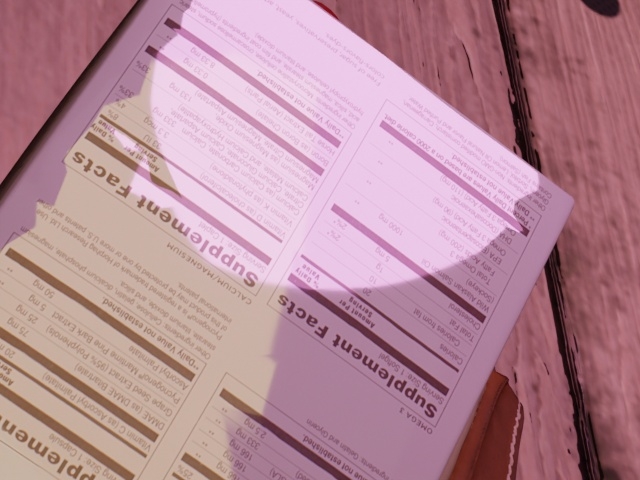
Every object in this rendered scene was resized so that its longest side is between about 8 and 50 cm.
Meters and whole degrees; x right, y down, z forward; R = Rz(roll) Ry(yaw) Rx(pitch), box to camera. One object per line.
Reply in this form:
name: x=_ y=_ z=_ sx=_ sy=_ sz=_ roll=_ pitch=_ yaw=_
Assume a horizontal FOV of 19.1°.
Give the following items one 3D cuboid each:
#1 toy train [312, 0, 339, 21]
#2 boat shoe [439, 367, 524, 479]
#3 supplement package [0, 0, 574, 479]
toy train: x=0.000 y=0.000 z=1.038 sx=0.143 sy=0.105 sz=0.248 roll=34 pitch=41 yaw=-38
boat shoe: x=0.035 y=0.198 z=0.869 sx=0.120 sy=0.122 sz=0.324 roll=39 pitch=47 yaw=-13
supplement package: x=-0.066 y=0.058 z=0.781 sx=0.198 sy=0.199 sz=0.263 roll=36 pitch=58 yaw=-9
